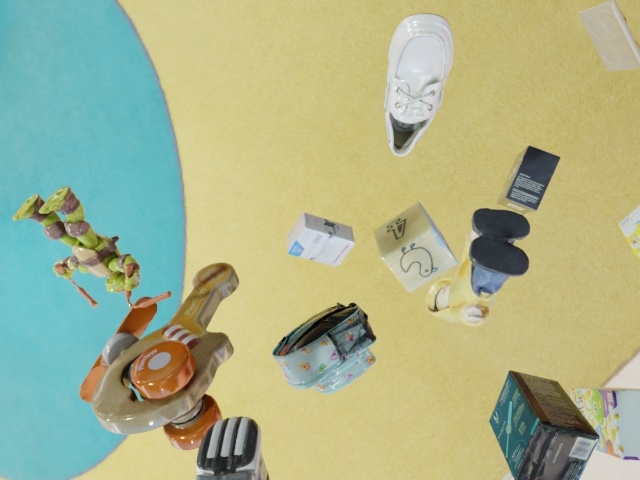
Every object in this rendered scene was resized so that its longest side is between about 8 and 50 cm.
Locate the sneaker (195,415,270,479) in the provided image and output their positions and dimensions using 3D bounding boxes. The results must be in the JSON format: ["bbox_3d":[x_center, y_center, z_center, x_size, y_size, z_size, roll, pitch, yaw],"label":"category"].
[{"bbox_3d":[-0.082,0.297,0.485,0.086,0.229,0.132,-6,125,14],"label":"sneaker"}]

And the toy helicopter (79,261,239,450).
[{"bbox_3d":[-0.240,0.156,0.838,0.234,0.355,0.140,-5,123,20],"label":"toy helicopter"}]

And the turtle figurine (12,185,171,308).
[{"bbox_3d":[-0.358,0.016,0.817,0.269,0.087,0.217,3,136,37],"label":"turtle figurine"}]

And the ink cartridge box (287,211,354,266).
[{"bbox_3d":[0.000,0.000,1.749,0.140,0.190,0.082,-55,30,38],"label":"ink cartridge box"}]

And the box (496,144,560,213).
[{"bbox_3d":[0.576,-0.165,1.436,0.093,0.156,0.158,24,93,9],"label":"box"}]

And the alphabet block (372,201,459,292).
[{"bbox_3d":[0.319,0.022,1.751,0.197,0.193,0.192,-34,117,14],"label":"alphabet block"}]

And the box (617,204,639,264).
[{"bbox_3d":[0.655,0.002,0.983,0.043,0.179,0.105,19,133,-13],"label":"box"}]

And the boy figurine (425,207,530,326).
[{"bbox_3d":[0.240,0.053,0.816,0.092,0.285,0.177,12,66,2],"label":"boy figurine"}]

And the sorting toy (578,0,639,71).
[{"bbox_3d":[0.786,-0.546,1.378,0.038,0.208,0.193,-32,103,12],"label":"sorting toy"}]

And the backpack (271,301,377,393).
[{"bbox_3d":[0.004,0.222,1.025,0.144,0.188,0.166,68,158,-3],"label":"backpack"}]

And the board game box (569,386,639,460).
[{"bbox_3d":[0.704,0.418,1.196,0.142,0.275,0.144,-1,75,7],"label":"board game box"}]

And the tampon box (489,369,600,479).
[{"bbox_3d":[0.384,0.330,0.903,0.101,0.161,0.121,14,107,-2],"label":"tampon box"}]

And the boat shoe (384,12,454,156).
[{"bbox_3d":[0.151,-0.228,0.814,0.098,0.277,0.096,6,68,7],"label":"boat shoe"}]
